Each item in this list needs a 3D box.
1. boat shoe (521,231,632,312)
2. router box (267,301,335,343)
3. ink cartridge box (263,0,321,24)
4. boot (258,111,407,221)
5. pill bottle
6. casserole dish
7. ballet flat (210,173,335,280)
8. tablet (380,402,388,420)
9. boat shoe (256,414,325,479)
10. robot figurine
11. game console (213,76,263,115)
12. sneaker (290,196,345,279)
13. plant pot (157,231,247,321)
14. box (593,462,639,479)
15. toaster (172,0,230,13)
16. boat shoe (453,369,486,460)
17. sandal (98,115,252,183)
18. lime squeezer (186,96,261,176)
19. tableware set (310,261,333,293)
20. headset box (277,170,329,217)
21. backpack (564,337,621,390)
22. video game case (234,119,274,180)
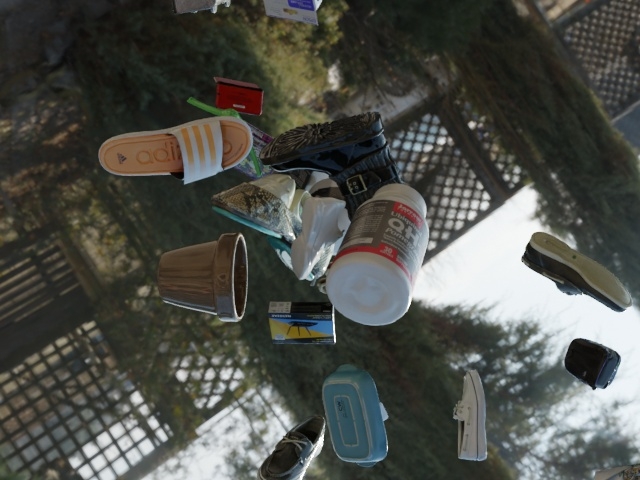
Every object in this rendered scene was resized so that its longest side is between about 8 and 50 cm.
[{"bbox_3d":[0.517,0.074,1.398,0.084,0.233,0.079,-29,147,-46],"label":"boat shoe"},{"bbox_3d":[-0.049,0.229,1.917,0.178,0.133,0.046,0,-138,6],"label":"router box"},{"bbox_3d":[-0.095,-0.739,1.993,0.045,0.206,0.208,-48,144,-29],"label":"ink cartridge box"},{"bbox_3d":[0.037,-0.163,1.763,0.347,0.260,0.131,-9,-147,21],"label":"boot"},{"bbox_3d":[0.135,0.015,1.476,0.176,0.176,0.318,-33,-161,37],"label":"pill bottle"},{"bbox_3d":[0.056,0.318,1.239,0.114,0.188,0.037,-12,178,38],"label":"casserole dish"},{"bbox_3d":[-0.094,-0.059,1.705,0.182,0.164,0.483,-60,146,-8],"label":"ballet flat"},{"bbox_3d":[0.112,0.408,1.567,0.083,0.054,0.006,-31,-148,-11],"label":"tablet"},{"bbox_3d":[-0.081,0.587,1.936,0.335,0.121,0.119,-32,134,-67],"label":"boat shoe"},{"bbox_3d":[0.035,-0.073,2.047,0.278,0.173,0.209,-80,-175,-56],"label":"robot figurine"},{"bbox_3d":[-0.255,-0.442,2.114,0.144,0.124,0.085,6,173,-19],"label":"game console"},{"bbox_3d":[0.000,0.000,1.444,0.094,0.080,0.212,-6,136,-26],"label":"sneaker"},{"bbox_3d":[-0.342,0.103,2.009,0.229,0.263,0.263,1,-178,4],"label":"plant pot"},{"bbox_3d":[0.541,0.479,1.188,0.159,0.044,0.233,-27,-170,37],"label":"box"},{"bbox_3d":[-0.241,-0.569,1.418,0.110,0.186,0.168,2,-153,16],"label":"toaster"},{"bbox_3d":[0.379,0.447,1.771,0.075,0.226,0.083,-1,161,-2],"label":"boat shoe"},{"bbox_3d":[-0.244,-0.140,1.177,0.265,0.102,0.076,-10,-146,-4],"label":"sandal"},{"bbox_3d":[-0.257,-0.317,2.028,0.110,0.310,0.059,-33,-161,32],"label":"lime squeezer"},{"bbox_3d":[0.042,0.127,2.170,0.194,0.128,0.039,110,-11,-58],"label":"tableware set"},{"bbox_3d":[-0.007,-0.213,2.241,0.246,0.131,0.283,-13,140,-44],"label":"headset box"},{"bbox_3d":[0.647,0.291,1.645,0.114,0.084,0.105,30,-79,59],"label":"backpack"},{"bbox_3d":[-0.246,-0.301,2.281,0.210,0.232,0.042,-44,-160,55],"label":"video game case"}]
